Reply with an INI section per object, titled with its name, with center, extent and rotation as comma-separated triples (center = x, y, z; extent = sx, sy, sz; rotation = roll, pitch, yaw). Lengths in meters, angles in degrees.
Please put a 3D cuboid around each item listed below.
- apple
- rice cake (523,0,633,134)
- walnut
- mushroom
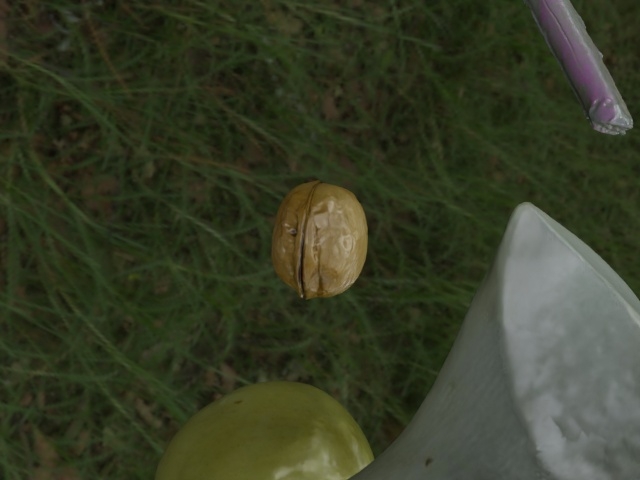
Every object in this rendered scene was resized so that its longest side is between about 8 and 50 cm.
[apple]
center = -0.059, 0.294, 1.193
extent = 0.262, 0.262, 0.262
rotation = -26, 125, -44
[rice cake]
center = 0.328, -0.241, 1.350
extent = 0.055, 0.270, 0.049
rotation = -8, 149, -18
[walnut]
center = 0.000, 0.000, 1.553
extent = 0.144, 0.144, 0.180
rotation = 21, 79, -54
[mushroom]
center = 0.062, 0.172, 0.689
extent = 0.397, 0.177, 0.126
rotation = -46, 163, 21
